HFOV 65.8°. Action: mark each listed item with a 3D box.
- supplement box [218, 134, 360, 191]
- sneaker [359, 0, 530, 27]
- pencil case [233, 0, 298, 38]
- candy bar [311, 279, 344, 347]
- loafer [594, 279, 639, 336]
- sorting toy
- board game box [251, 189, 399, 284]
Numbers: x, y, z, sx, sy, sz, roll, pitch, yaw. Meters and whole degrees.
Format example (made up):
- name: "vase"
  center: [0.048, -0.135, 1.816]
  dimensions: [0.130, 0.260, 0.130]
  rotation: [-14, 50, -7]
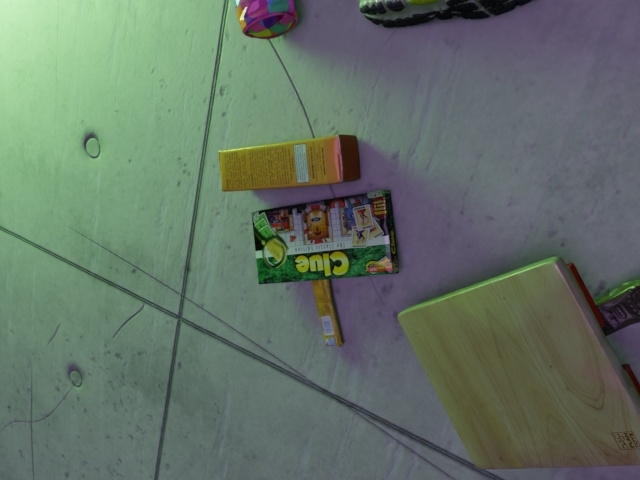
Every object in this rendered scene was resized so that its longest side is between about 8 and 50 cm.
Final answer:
- name: "supplement box"
  center: [-0.056, -0.126, 0.825]
  dimensions: [0.234, 0.078, 0.080]
  rotation: [-3, 98, 27]
- name: "sneaker"
  center: [0.177, -0.359, 0.648]
  dimensions: [0.276, 0.107, 0.109]
  rotation: [7, 94, 26]
- name: "pencil case"
  center: [-0.104, -0.445, 0.776]
  dimensions: [0.105, 0.104, 0.236]
  rotation: [-10, 97, 29]
- name: "candy bar"
  center: [0.009, 0.114, 0.872]
  dimensions: [0.040, 0.018, 0.161]
  rotation: [-10, 95, 29]
- name: "loafer"
  center: [0.404, 0.080, 0.642]
  dimensions: [0.148, 0.050, 0.056]
  rotation: [-29, 88, 30]
- name: "sorting toy"
  center: [0.277, 0.168, 0.677]
  dimensions: [0.255, 0.089, 0.257]
  rotation: [-30, 86, 45]
- name: "board game box"
  center: [0.000, 0.000, 0.839]
  dimensions: [0.260, 0.030, 0.136]
  rotation: [-8, 90, 28]
